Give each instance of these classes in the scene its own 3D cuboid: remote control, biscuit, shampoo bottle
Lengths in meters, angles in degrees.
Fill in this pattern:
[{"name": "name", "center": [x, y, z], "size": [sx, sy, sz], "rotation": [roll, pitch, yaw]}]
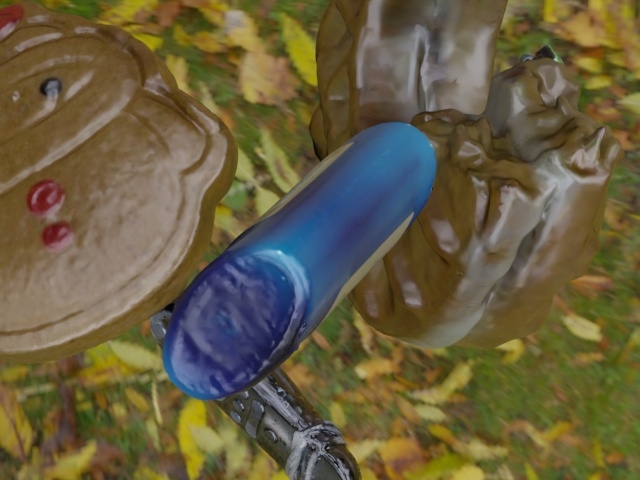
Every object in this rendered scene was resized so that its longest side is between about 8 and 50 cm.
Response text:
[{"name": "remote control", "center": [-0.049, 0.143, 1.603], "size": [0.066, 0.090, 0.266], "rotation": [-37, 69, -26]}, {"name": "biscuit", "center": [-0.261, -0.064, 1.607], "size": [0.359, 0.074, 0.381], "rotation": [-28, 61, 5]}, {"name": "biscuit", "center": [0.073, -0.092, 1.077], "size": [0.115, 0.366, 0.268], "rotation": [8, 141, -16]}, {"name": "shampoo bottle", "center": [0.000, 0.000, 0.748], "size": [0.050, 0.183, 0.087], "rotation": [42, 123, 2]}]

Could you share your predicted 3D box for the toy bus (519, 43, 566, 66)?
[{"name": "toy bus", "center": [0.147, -0.104, 1.275], "size": [0.083, 0.031, 0.037], "rotation": [-42, 118, 16]}]
